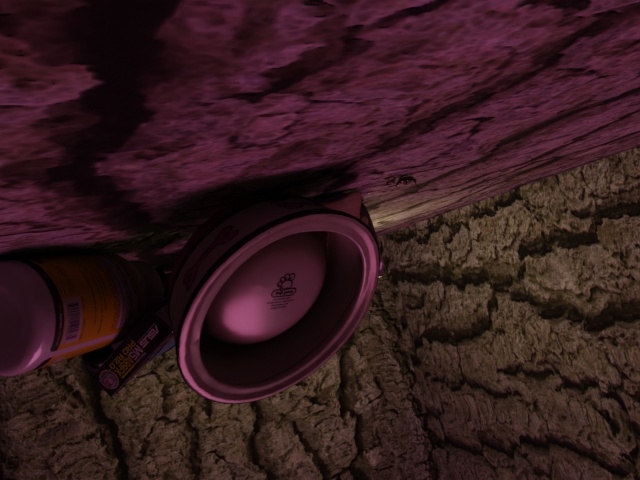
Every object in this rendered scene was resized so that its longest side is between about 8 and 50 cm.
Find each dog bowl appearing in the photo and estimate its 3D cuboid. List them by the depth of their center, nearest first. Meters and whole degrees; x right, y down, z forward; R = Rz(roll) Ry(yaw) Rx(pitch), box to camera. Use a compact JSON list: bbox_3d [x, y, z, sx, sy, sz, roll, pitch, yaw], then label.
[{"bbox_3d":[-0.092,0.094,0.875,0.407,0.408,0.150,-13,-142,-33],"label":"dog bowl"}]

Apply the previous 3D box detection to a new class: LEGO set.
[{"bbox_3d":[0.186,-0.139,1.083,0.054,0.024,0.083,-21,161,35],"label":"LEGO set"}]

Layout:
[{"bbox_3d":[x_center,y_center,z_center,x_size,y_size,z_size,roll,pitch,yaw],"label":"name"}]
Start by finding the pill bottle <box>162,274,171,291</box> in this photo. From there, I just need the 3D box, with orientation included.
[{"bbox_3d":[-0.597,0.253,2.005,0.407,0.229,0.229,-13,176,-35],"label":"pill bottle"}]

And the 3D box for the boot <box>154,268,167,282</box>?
[{"bbox_3d":[-0.626,0.158,1.618,0.219,0.082,0.106,-17,174,-8],"label":"boot"}]

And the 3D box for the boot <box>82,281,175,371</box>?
[{"bbox_3d":[-0.566,0.267,1.636,0.445,0.146,0.367,-42,163,34],"label":"boot"}]

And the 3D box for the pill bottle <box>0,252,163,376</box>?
[{"bbox_3d":[-0.457,0.119,0.899,0.187,0.188,0.334,-17,176,17],"label":"pill bottle"}]

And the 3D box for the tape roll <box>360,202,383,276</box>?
[{"bbox_3d":[0.117,0.006,1.375,0.072,0.219,0.219,-15,176,-2],"label":"tape roll"}]

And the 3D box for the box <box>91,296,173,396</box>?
[{"bbox_3d":[-0.330,0.180,1.018,0.216,0.060,0.270,-46,-177,19],"label":"box"}]

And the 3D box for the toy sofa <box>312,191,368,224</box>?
[{"bbox_3d":[-0.075,-0.015,1.067,0.362,0.177,0.150,-13,-160,-34],"label":"toy sofa"}]

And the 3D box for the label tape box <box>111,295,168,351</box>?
[{"bbox_3d":[-0.409,0.211,1.403,0.333,0.106,0.240,-41,178,13],"label":"label tape box"}]
